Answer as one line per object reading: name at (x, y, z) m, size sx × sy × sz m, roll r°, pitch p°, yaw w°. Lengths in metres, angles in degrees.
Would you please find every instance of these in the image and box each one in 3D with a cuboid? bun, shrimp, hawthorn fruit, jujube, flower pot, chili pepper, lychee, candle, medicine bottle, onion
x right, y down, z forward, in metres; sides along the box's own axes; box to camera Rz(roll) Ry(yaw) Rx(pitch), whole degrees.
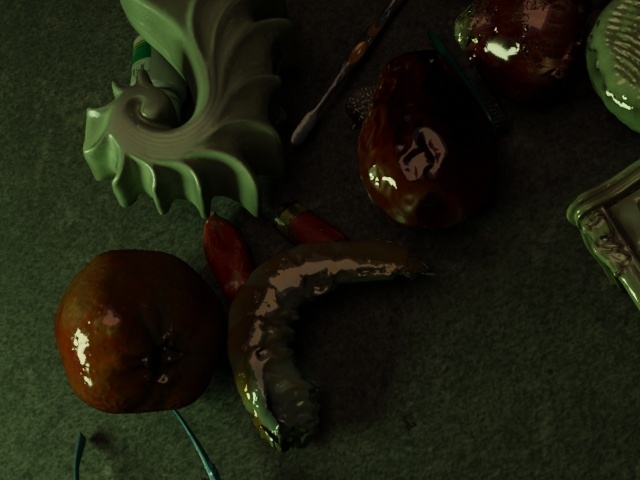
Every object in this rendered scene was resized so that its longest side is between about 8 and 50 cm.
bun at (0.403, -0.204, 1.639) m, size 0.195 × 0.118 × 0.195 m, roll -7°, pitch 68°, yaw 17°
shrimp at (-0.014, 0.095, 1.716) m, size 0.185 × 0.068 × 0.287 m, roll 40°, pitch 83°, yaw 15°
hawthorn fruit at (-0.240, 0.103, 1.762) m, size 0.210 × 0.210 × 0.262 m, roll -56°, pitch 34°, yaw -6°
jujube at (0.126, -0.127, 1.719) m, size 0.168 × 0.168 × 0.236 m, roll -16°, pitch 59°, yaw 19°
flower pot at (-0.160, -0.215, 1.854) m, size 0.254 × 0.164 × 0.367 m, roll 6°, pitch 69°, yaw 3°
chili pepper at (-0.113, 0.034, 1.822) m, size 0.059 × 0.050 × 0.191 m, roll -33°, pitch 51°, yaw 11°
lychee at (0.066, -0.170, 1.822) m, size 0.067 × 0.068 × 0.083 m, roll 33°, pitch 79°, yaw -8°
candle at (0.000, 0.000, 1.783) m, size 0.130 × 0.052 × 0.052 m, roll 36°, pitch 86°, yaw 32°
medicine bottle at (-0.225, -0.219, 1.973) m, size 0.080 × 0.080 × 0.130 m, roll -9°, pitch 64°, yaw 22°
onion at (0.234, -0.251, 1.704) m, size 0.147 × 0.184 × 0.184 m, roll -4°, pitch 56°, yaw -24°

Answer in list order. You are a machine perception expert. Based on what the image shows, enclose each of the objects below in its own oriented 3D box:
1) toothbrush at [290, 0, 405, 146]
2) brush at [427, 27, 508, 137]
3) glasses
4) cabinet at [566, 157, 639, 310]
toothbrush at (0.054, -0.254, 1.883) m, size 0.023 × 0.031 × 0.321 m, roll 35°, pitch 85°, yaw -1°
brush at (0.187, -0.204, 1.793) m, size 0.032 × 0.043 × 0.193 m, roll -22°, pitch 56°, yaw -6°
glasses at (-0.214, 0.297, 1.761) m, size 0.189 × 0.088 × 0.220 m, roll -36°, pitch 37°, yaw 8°
cabinet at (0.466, 0.047, 1.429) m, size 0.290 × 0.227 × 0.318 m, roll -32°, pitch 57°, yaw 9°
